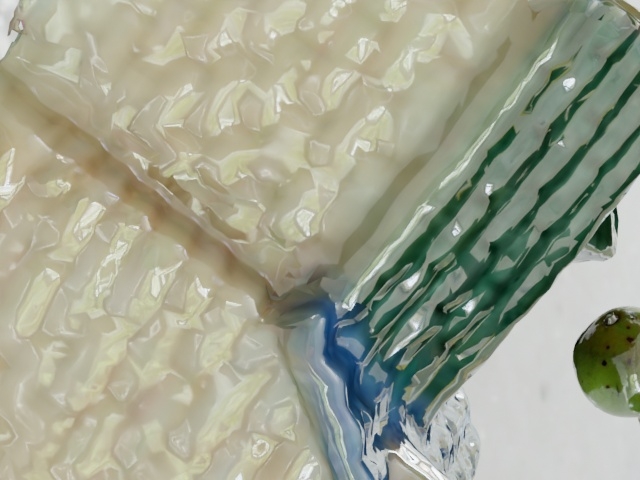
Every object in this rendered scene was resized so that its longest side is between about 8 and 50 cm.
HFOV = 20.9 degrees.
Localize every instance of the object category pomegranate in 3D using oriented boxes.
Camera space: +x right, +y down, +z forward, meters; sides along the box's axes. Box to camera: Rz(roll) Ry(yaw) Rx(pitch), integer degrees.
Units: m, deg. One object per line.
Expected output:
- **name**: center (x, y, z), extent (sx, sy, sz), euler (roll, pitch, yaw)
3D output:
- **pomegranate**: center (0.192, 0.080, 1.047), extent (0.084, 0.073, 0.073), euler (48, 25, 4)

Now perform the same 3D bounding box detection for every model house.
- **model house**: center (0.000, 0.000, 1.058), extent (0.445, 0.400, 0.395), euler (-55, 171, 12)

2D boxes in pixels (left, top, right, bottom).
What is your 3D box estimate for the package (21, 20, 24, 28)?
- **package**: center (-0.245, -0.215, 1.627), extent (0.083, 0.029, 0.059), euler (-45, 160, -22)
